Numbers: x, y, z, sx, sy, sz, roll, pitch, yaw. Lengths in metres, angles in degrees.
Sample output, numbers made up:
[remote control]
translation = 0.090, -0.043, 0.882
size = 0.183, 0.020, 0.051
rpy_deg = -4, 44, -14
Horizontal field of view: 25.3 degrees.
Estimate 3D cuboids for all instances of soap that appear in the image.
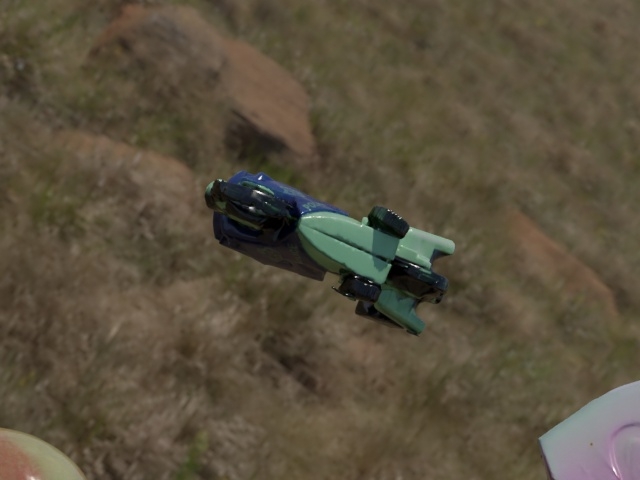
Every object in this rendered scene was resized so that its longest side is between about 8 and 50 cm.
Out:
[soap]
translation = 0.398, 0.229, 1.471
size = 0.109, 0.324, 0.193
rpy_deg = 65, 10, -53

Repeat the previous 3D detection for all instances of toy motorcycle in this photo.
[toy motorcycle]
translation = 0.000, 0.000, 1.681
size = 0.331, 0.125, 0.196
rpy_deg = 24, -5, -25

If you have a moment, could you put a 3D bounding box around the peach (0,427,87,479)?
[peach]
translation = -0.424, 0.372, 1.794
size = 0.292, 0.292, 0.247
rpy_deg = 45, 6, 30
